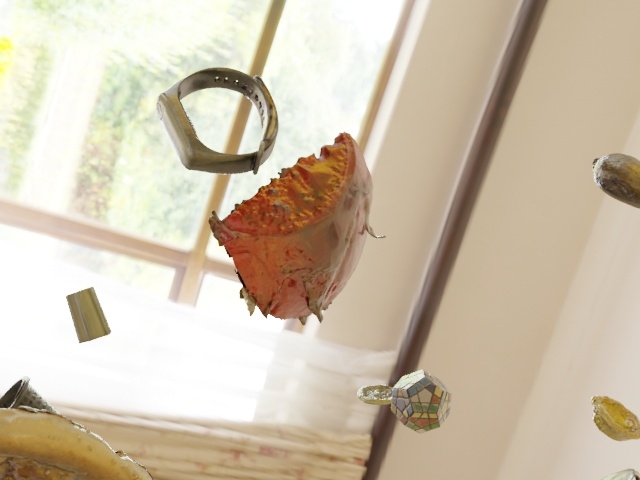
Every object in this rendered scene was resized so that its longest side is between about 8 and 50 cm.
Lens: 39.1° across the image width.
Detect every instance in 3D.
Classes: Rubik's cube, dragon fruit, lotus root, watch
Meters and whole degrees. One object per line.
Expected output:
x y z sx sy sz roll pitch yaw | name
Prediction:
0.178 0.285 1.597 0.093 0.111 0.111 -55 -162 8 | Rubik's cube
0.000 0.000 1.497 0.100 0.282 0.343 14 -136 43 | dragon fruit
0.586 -0.112 1.715 0.081 0.089 0.179 -35 -139 -10 | lotus root
-0.157 -0.194 1.480 0.206 0.193 0.068 60 -28 25 | watch

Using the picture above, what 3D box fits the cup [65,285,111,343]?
-0.371 0.118 1.465 0.055 0.075 0.083 -18 -89 40 | cup

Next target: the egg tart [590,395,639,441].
0.494 0.304 1.517 0.039 0.105 0.105 -59 -161 22 | egg tart

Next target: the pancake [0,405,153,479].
-0.384 0.344 1.158 0.071 0.383 0.382 -92 -157 -46 | pancake

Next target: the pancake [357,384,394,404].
0.126 0.332 1.940 0.108 0.108 0.017 -141 -127 -74 | pancake

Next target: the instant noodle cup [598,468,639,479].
0.361 0.435 1.276 0.090 0.274 0.274 55 -36 14 | instant noodle cup

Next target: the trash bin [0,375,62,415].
-0.471 0.333 1.465 0.175 0.161 0.175 -43 -161 19 | trash bin
